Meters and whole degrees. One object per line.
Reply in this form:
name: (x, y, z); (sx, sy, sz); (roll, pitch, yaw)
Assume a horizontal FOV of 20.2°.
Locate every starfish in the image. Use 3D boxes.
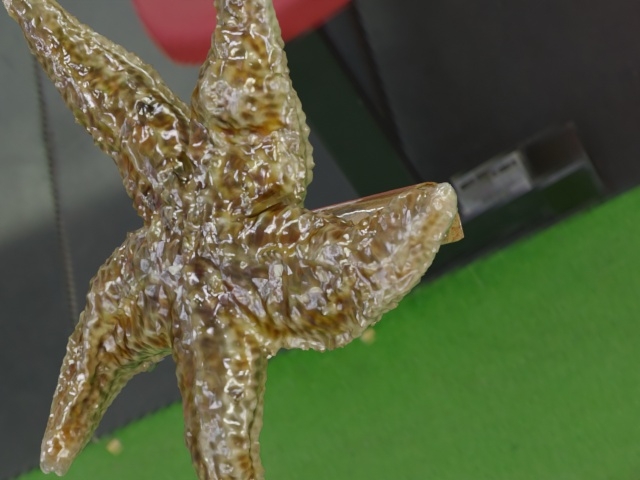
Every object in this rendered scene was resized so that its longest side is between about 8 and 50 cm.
starfish: (-0.042, 0.003, 0.653); (0.236, 0.062, 0.277); (-36, 67, 44)

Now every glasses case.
glasses case: (0.000, 0.000, 1.114); (0.170, 0.064, 0.041); (-12, 91, 38)
